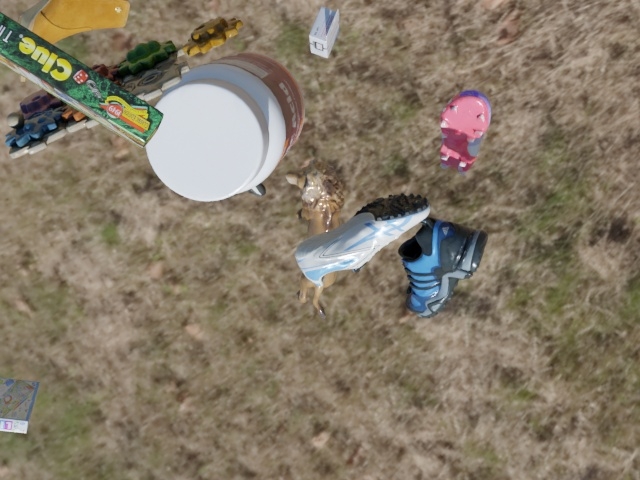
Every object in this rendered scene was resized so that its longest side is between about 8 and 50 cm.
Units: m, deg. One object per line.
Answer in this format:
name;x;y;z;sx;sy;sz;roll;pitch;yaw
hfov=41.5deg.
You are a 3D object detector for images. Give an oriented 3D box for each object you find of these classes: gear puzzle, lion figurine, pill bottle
gear puzzle;-0.257;-0.218;1.101;0.175;0.339;0.044;-113;-1;-60
lion figurine;0.000;0.000;2.113;0.240;0.142;0.392;147;116;-81
pill bottle;-0.159;-0.206;1.485;0.224;0.392;0.224;2;107;6

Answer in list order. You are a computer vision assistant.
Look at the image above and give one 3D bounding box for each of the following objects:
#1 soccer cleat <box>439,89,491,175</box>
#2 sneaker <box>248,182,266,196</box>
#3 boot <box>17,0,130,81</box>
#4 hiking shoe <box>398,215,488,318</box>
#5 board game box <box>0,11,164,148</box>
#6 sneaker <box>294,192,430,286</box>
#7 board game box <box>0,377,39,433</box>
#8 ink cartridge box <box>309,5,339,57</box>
soccer cleat;0.252;-0.203;1.459;0.083;0.095;0.248;19;160;11
sneaker;-0.184;-0.223;1.932;0.271;0.108;0.100;64;166;-18
boot;-0.519;-0.460;1.781;0.104;0.211;0.295;51;129;45
hiking shoe;0.205;0.042;1.580;0.132;0.113;0.304;26;148;1
board game box;-0.234;-0.147;0.612;0.260;0.136;0.030;31;89;-12
sneaker;0.074;-0.003;1.366;0.237;0.085;0.086;-26;115;16
board game box;-0.598;0.310;1.603;0.103;0.154;0.026;10;106;-13
ink cartridge box;0.006;-0.299;1.200;0.028;0.083;0.048;21;83;4
